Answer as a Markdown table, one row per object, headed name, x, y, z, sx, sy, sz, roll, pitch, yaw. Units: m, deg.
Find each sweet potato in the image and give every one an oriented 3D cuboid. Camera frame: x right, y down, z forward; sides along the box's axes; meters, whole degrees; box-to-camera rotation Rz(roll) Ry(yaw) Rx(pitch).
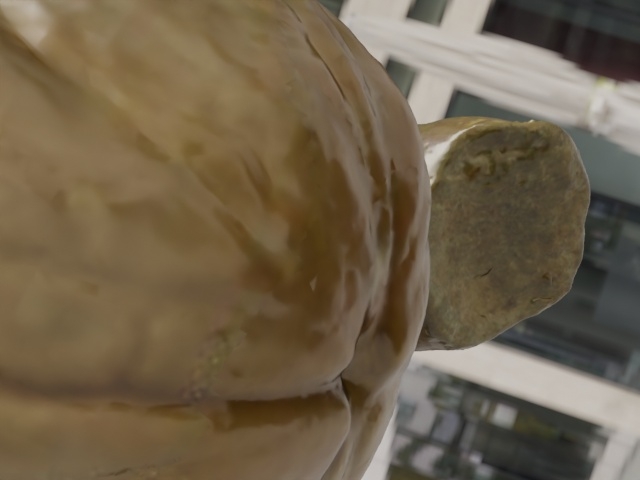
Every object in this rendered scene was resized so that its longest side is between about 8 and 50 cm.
| name | x | y | z | sx | sy | sz | roll | pitch | yaw |
| --- | --- | --- | --- | --- | --- | --- | --- | --- | --- |
| sweet potato | 0.000 | 0.000 | 1.067 | 0.158 | 0.369 | 0.158 | 10 | -102 | -61 |

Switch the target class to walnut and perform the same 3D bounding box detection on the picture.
| name | x | y | z | sx | sy | sz | roll | pitch | yaw |
| --- | --- | --- | --- | --- | --- | --- | --- | --- | --- |
| walnut | -0.119 | -0.005 | 0.555 | 0.277 | 0.313 | 0.252 | -45 | -30 | -42 |
